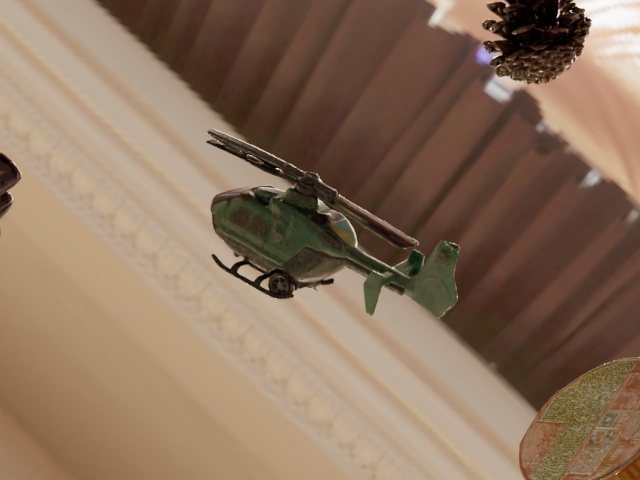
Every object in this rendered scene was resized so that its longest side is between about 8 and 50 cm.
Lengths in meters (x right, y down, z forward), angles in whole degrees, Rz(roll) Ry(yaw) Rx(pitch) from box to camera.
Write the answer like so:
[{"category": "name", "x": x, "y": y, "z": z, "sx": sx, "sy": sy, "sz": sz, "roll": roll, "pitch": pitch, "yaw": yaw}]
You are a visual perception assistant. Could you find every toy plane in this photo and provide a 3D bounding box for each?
[{"category": "toy plane", "x": 0.000, "y": 0.000, "z": 1.121, "sx": 0.235, "sy": 0.096, "sz": 0.060, "roll": 28, "pitch": -157, "yaw": 27}]

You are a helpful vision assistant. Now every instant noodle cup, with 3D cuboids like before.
[{"category": "instant noodle cup", "x": 0.298, "y": 0.228, "z": 1.410, "sx": 0.185, "sy": 0.168, "sz": 0.168, "roll": 51, "pitch": -129, "yaw": -20}]

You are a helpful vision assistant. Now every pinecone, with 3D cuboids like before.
[{"category": "pinecone", "x": 0.141, "y": -0.145, "z": 1.026, "sx": 0.077, "sy": 0.077, "sz": 0.083, "roll": -9, "pitch": -105, "yaw": -26}]

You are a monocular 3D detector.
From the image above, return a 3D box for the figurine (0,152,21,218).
[{"category": "figurine", "x": -0.428, "y": 0.061, "z": 1.270, "sx": 0.421, "sy": 0.154, "sz": 0.193, "roll": -29, "pitch": -112, "yaw": -14}]
